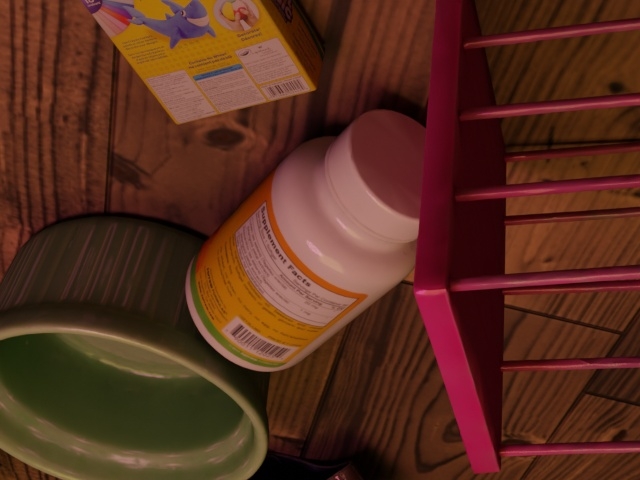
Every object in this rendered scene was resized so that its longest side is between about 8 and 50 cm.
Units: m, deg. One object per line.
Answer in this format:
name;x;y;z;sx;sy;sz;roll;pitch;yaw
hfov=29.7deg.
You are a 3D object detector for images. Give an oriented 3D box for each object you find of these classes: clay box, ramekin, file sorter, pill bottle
clay box;-0.102;-0.185;0.853;0.127;0.053;0.222;-11;136;26
ramekin;-0.187;0.113;1.170;0.303;0.148;0.303;7;141;6
file sorter;0.177;-0.026;0.794;0.182;0.291;0.202;-5;139;15
pill bottle;0.000;0.000;0.991;0.136;0.136;0.245;27;139;-19

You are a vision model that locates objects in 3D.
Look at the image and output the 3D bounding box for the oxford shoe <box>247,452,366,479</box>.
oxford shoe;-0.079;0.315;1.450;0.363;0.130;0.133;-10;105;34
